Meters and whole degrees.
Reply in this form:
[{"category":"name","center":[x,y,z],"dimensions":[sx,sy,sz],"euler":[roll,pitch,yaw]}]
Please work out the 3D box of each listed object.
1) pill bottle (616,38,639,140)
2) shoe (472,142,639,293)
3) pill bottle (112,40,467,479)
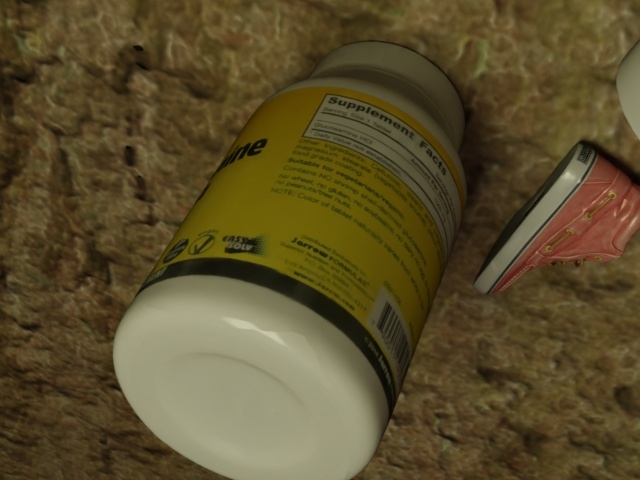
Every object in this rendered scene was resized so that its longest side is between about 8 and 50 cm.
[{"category":"pill bottle","center":[0.313,-0.152,0.611],"dimensions":[0.160,0.160,0.283],"euler":[33,137,-7]},{"category":"shoe","center":[0.201,0.002,0.886],"dimensions":[0.081,0.063,0.178],"euler":[33,133,1]},{"category":"pill bottle","center":[0.000,0.000,0.784],"dimensions":[0.187,0.334,0.188],"euler":[13,135,14]}]
